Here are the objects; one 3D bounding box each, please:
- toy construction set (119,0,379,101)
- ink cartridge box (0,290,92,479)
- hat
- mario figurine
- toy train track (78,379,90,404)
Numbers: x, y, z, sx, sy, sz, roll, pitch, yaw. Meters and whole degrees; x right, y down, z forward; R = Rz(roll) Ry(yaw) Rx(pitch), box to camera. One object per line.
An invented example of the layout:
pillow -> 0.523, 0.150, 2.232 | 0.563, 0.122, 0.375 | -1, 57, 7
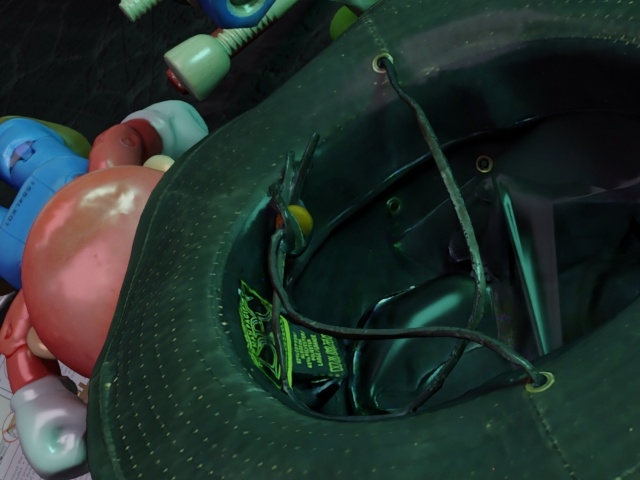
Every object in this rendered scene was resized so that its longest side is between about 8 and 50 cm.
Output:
toy construction set -> 0.026, -0.161, 0.670 | 0.237, 0.257, 0.309 | -41, 27, -7
ink cartridge box -> -0.157, 0.101, 0.753 | 0.261, 0.066, 0.296 | 13, 76, 43
hat -> 0.074, 0.017, 0.427 | 0.331, 0.134, 0.331 | -24, 38, 20
mario figurine -> -0.126, 0.022, 0.670 | 0.320, 0.170, 0.198 | 26, 118, 54
toy train track -> -0.135, 0.110, 0.676 | 0.083, 0.014, 0.048 | 25, 77, 38
